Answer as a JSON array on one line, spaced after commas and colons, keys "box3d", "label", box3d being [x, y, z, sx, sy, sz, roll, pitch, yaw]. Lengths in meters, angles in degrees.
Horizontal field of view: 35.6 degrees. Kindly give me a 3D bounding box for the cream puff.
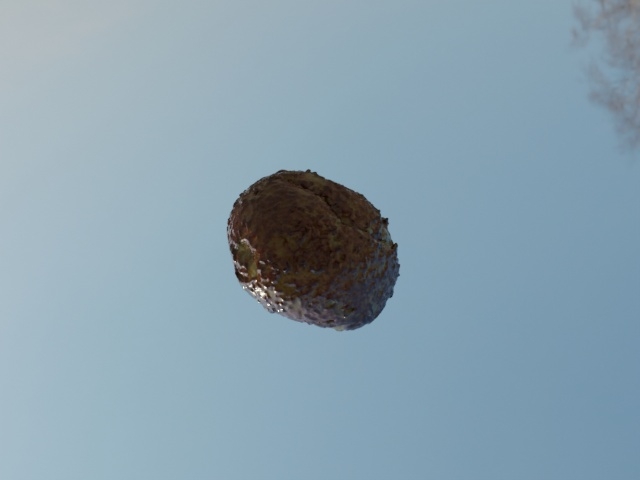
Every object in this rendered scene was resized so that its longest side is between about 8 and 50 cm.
[{"box3d": [0.000, 0.000, 0.780, 0.149, 0.084, 0.149, 19, -142, -15], "label": "cream puff"}]
